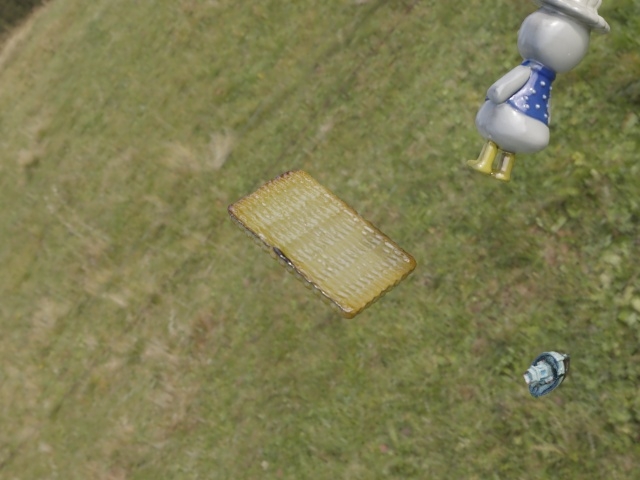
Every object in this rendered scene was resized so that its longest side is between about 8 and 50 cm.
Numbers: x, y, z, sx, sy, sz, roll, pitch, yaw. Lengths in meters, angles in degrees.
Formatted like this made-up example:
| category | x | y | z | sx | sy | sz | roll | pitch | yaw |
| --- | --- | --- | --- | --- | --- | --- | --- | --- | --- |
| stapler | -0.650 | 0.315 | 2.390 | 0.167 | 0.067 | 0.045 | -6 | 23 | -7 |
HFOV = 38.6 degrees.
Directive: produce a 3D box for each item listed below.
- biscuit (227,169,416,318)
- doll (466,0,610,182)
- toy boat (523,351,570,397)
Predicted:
| category | x | y | z | sx | sy | sz | roll | pitch | yaw |
| --- | --- | --- | --- | --- | --- | --- | --- | --- | --- |
| biscuit | 0.000 | 0.000 | 1.346 | 0.172 | 0.254 | 0.029 | -33 | -25 | -39 |
| doll | 0.284 | -0.218 | 1.203 | 0.119 | 0.138 | 0.293 | 37 | 106 | 46 |
| toy boat | 0.365 | 0.220 | 1.504 | 0.140 | 0.066 | 0.059 | 110 | 141 | -60 |
